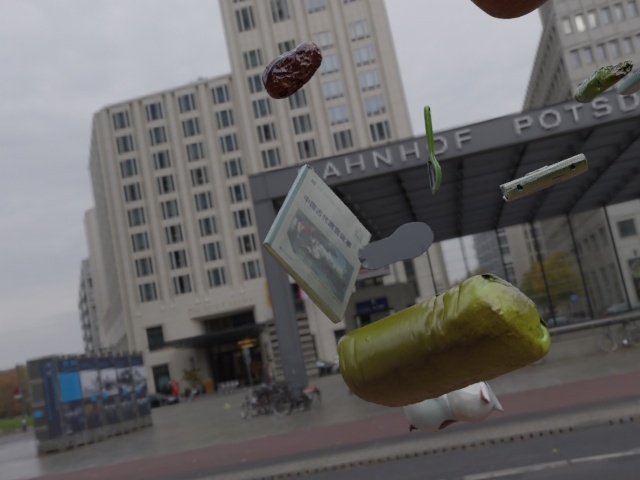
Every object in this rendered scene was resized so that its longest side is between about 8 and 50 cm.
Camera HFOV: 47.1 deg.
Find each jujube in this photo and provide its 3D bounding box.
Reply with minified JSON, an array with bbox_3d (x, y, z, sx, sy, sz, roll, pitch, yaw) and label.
[{"bbox_3d":[-0.054,-0.321,1.373,0.129,0.077,0.077,-38,-17,18],"label":"jujube"}]

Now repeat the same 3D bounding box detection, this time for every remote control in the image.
[{"bbox_3d":[0.668,-0.340,1.454,0.061,0.029,0.162,-19,-12,-33],"label":"remote control"}]

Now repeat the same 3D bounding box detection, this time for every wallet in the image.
[{"bbox_3d":[0.424,-0.117,1.404,0.155,0.039,0.110,-22,1,8],"label":"wallet"}]

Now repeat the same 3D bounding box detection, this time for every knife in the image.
[{"bbox_3d":[0.224,-0.181,1.469,0.026,0.184,0.022,-8,-4,20],"label":"knife"}]

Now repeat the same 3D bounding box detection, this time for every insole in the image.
[{"bbox_3d":[0.135,0.010,1.283,0.188,0.064,0.004,-20,-13,-38],"label":"insole"}]

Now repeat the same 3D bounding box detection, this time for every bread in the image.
[{"bbox_3d":[0.175,0.178,1.147,0.384,0.166,0.112,-32,23,46],"label":"bread"}]

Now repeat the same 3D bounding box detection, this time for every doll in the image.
[{"bbox_3d":[0.249,0.308,1.419,0.181,0.106,0.110,-20,-26,23],"label":"doll"}]

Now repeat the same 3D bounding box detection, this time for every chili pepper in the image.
[{"bbox_3d":[0.551,-0.310,1.455,0.050,0.051,0.201,15,-5,-1],"label":"chili pepper"}]

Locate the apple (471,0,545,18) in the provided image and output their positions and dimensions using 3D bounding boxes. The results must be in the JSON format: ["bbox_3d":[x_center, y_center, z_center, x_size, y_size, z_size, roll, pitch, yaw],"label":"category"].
[{"bbox_3d":[0.448,-0.679,1.778,0.278,0.250,0.309,28,22,-12],"label":"apple"}]

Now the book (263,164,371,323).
[{"bbox_3d":[0.000,0.000,1.391,0.025,0.215,0.282,-30,24,31],"label":"book"}]
